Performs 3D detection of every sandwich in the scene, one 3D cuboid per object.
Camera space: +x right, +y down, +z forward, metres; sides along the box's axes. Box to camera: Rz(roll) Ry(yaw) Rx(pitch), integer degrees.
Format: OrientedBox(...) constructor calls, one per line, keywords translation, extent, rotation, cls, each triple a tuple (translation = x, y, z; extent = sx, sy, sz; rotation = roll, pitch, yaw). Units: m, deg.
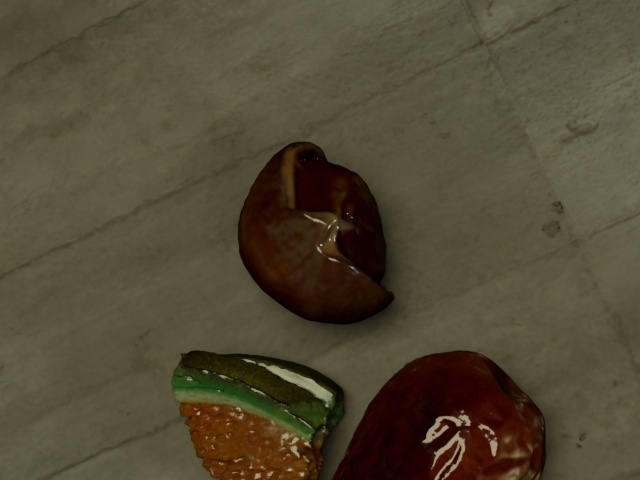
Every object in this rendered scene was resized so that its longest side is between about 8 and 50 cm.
OrientedBox(translation=(-0.073, 0.208, 1.676), extent=(0.185, 0.109, 0.159), rotation=(18, 101, 18), cls="sandwich")

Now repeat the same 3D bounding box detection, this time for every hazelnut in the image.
OrientedBox(translation=(0.002, 0.000, 1.670), extent=(0.202, 0.170, 0.160), rotation=(41, 116, 13), cls="hazelnut")

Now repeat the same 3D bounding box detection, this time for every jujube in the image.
OrientedBox(translation=(0.111, 0.235, 1.584), extent=(0.255, 0.190, 0.190), rotation=(-45, 68, 19), cls="jujube")
